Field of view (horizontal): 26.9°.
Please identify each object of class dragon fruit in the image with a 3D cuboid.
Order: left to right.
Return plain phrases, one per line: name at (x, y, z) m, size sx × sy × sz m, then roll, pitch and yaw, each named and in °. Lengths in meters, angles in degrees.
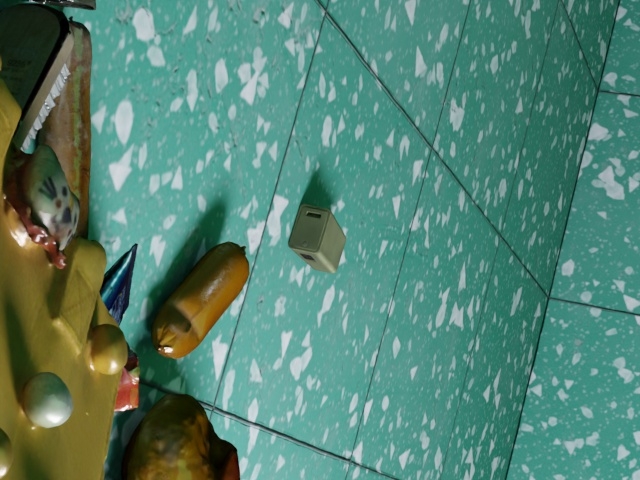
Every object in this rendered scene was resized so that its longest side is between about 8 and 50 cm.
dragon fruit at (-0.203, 0.124, 1.240) m, size 0.060 × 0.083 × 0.056 m, roll -6°, pitch 111°, yaw -19°

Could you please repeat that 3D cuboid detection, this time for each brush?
brush at (-0.272, -0.034, 1.016) m, size 0.065 × 0.070 × 0.327 m, roll 76°, pitch 33°, yaw -64°

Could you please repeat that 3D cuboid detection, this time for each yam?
yam at (-0.219, -0.060, 1.142) m, size 0.046 × 0.046 × 0.263 m, roll -27°, pitch 125°, yaw -62°

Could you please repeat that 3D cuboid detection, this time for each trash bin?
trash bin at (0.000, 0.000, 1.684) m, size 0.092 × 0.043 × 0.060 m, roll 48°, pitch 56°, yaw -64°

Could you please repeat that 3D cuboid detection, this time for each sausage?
sausage at (-0.127, 0.063, 1.403) m, size 0.062 × 0.054 × 0.183 m, roll 52°, pitch 47°, yaw -19°

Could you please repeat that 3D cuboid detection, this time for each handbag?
handbag at (-0.228, 0.046, 0.860) m, size 0.401 × 0.133 × 0.283 m, roll 76°, pitch 15°, yaw -46°

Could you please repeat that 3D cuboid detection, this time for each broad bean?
broad bean at (-0.136, 0.260, 1.380) m, size 0.156 × 0.122 × 0.228 m, roll -57°, pitch 152°, yaw -50°

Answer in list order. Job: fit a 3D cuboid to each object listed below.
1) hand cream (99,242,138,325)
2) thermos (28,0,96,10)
hand cream at (-0.231, 0.126, 1.132) m, size 0.270 × 0.061 × 0.120 m, roll -54°, pitch 170°, yaw -32°
thermos at (-0.199, -0.280, 1.055) m, size 0.083 × 0.073 × 0.187 m, roll -4°, pitch 103°, yaw -65°
